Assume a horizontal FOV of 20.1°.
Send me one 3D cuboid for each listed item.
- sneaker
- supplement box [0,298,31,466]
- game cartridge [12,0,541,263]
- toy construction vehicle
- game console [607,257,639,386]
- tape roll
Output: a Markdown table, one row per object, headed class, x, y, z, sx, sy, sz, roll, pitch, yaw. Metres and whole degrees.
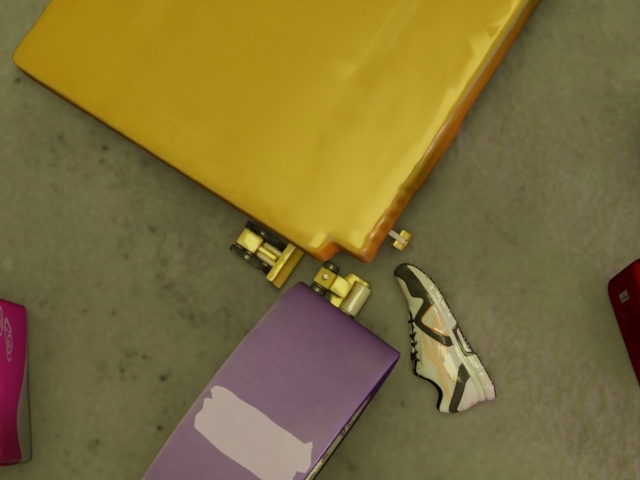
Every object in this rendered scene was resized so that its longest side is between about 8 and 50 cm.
| class | x | y | z | sx | sy | sz | roll | pitch | yaw |
| --- | --- | --- | --- | --- | --- | --- | --- | --- | --- |
| sneaker | 0.074 | 0.066 | 1.203 | 0.043 | 0.040 | 0.109 | -29 | 83 | 1 |
| supplement box | -0.307 | 0.098 | 1.177 | 0.220 | 0.111 | 0.114 | -2 | 84 | 1 |
| game cartridge | -0.007 | -0.179 | 1.215 | 0.285 | 0.052 | 0.324 | 33 | 88 | 14 |
| toy construction vehicle | 0.000 | 0.000 | 1.215 | 0.098 | 0.035 | 0.086 | 36 | 86 | 6 |
| game console | 0.247 | 0.065 | 1.144 | 0.085 | 0.144 | 0.124 | -18 | 83 | -1 |
| tape roll | -0.036 | 0.123 | 1.125 | 0.080 | 0.189 | 0.189 | 35 | 86 | 5 |
